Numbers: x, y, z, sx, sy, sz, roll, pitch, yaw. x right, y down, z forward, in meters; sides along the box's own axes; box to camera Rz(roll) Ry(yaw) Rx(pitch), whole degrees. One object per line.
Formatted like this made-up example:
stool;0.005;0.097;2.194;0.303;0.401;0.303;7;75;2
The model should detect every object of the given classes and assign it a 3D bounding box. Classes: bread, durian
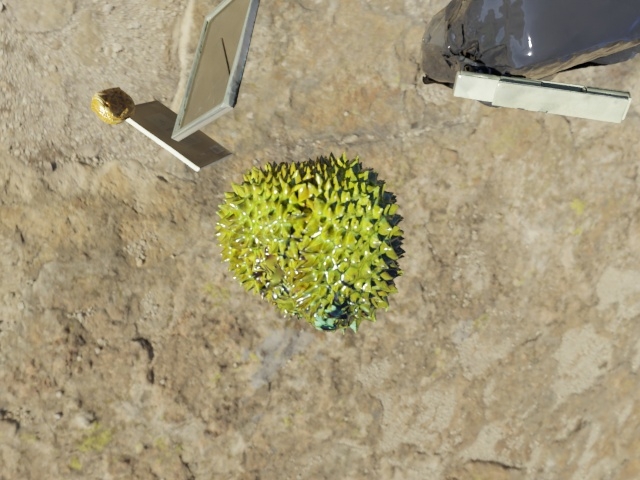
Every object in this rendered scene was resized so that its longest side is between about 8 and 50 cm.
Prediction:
bread;-0.481;-0.313;1.301;0.044;0.111;0.083;-37;101;32
durian;0.003;-0.003;0.800;0.225;0.291;0.291;-56;132;-34

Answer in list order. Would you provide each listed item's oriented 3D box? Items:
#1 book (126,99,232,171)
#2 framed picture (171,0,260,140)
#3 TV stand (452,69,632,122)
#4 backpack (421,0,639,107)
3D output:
book;-0.442;-0.326;1.709;0.310;0.217;0.021;35;117;4
framed picture;-0.172;-0.304;0.921;0.023;0.189;0.260;23;68;-36
TV stand;0.321;-0.212;0.814;0.249;0.042;0.036;10;126;7
backpack;0.360;-0.377;1.001;0.363;0.445;0.255;-17;105;-8
